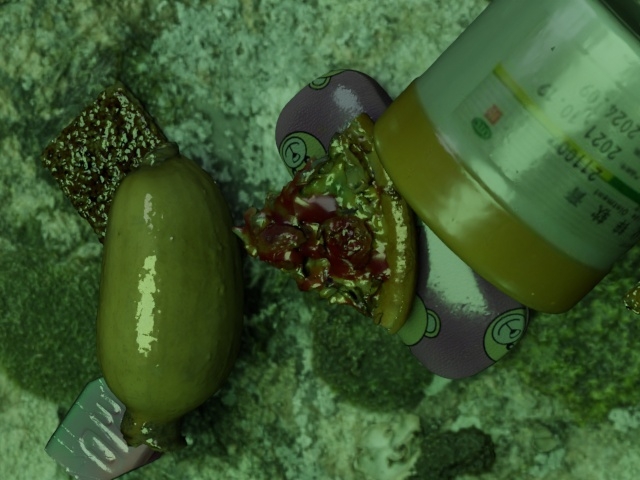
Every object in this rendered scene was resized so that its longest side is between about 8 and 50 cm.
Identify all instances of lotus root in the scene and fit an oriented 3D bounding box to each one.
[{"bbox_3d":[-0.142,0.056,1.630,0.131,0.146,0.303,5,94,48],"label":"lotus root"}]

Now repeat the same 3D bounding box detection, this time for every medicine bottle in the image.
[{"bbox_3d":[0.203,-0.095,1.451,0.238,0.238,0.232,47,110,10],"label":"medicine bottle"}]

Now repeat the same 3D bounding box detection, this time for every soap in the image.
[{"bbox_3d":[-0.202,0.185,1.743,0.100,0.056,0.149,39,109,10],"label":"soap"}]

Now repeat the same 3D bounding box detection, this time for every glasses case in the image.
[{"bbox_3d":[0.075,-0.017,1.598,0.123,0.076,0.316,-38,82,23],"label":"glasses case"}]

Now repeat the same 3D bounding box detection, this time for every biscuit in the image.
[{"bbox_3d":[-0.182,-0.039,1.724,0.131,0.025,0.231,-41,82,20],"label":"biscuit"}]

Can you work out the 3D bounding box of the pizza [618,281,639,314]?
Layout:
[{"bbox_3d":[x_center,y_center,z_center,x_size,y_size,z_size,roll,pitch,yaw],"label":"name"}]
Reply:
[{"bbox_3d":[0.386,0.094,1.484,0.223,0.089,0.323,-9,97,28],"label":"pizza"}]

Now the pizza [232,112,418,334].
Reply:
[{"bbox_3d":[0.000,0.000,1.565,0.193,0.053,0.201,-15,93,32],"label":"pizza"}]
